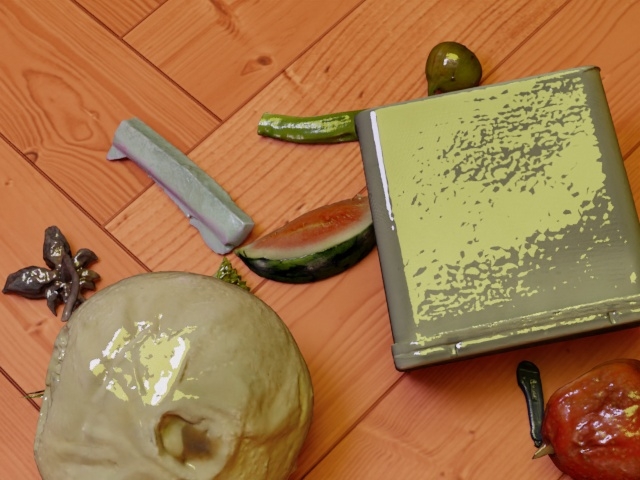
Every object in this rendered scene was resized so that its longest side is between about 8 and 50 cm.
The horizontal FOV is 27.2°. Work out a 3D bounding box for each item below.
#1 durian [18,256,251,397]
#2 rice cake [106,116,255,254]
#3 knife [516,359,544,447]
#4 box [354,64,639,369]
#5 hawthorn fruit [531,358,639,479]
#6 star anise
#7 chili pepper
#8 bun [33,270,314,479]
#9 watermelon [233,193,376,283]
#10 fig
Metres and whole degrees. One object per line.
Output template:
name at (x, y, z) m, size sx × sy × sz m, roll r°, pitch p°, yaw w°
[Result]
durian at (-0.219, 0.178, 1.825) m, size 0.352 × 0.158 × 0.169 m, roll -38°, pitch 29°, yaw -14°
rice cake at (-0.212, -0.083, 1.986) m, size 0.290 × 0.051 × 0.081 m, roll 39°, pitch 106°, yaw 25°
knife at (0.284, 0.218, 1.771) m, size 0.031 × 0.018 × 0.121 m, roll -2°, pitch 62°, yaw -2°
box at (0.240, -0.026, 1.755) m, size 0.352 × 0.177 × 0.343 m, roll -11°, pitch 84°, yaw 2°
hawthorn fruit at (0.373, 0.232, 1.675) m, size 0.179 × 0.173 × 0.173 m, roll 15°, pitch 64°, yaw 14°
star anise at (-0.380, 0.048, 1.844) m, size 0.148 × 0.227 × 0.218 m, roll -17°, pitch 72°, yaw -10°
chili pepper at (0.004, -0.173, 2.008) m, size 0.202 × 0.050 × 0.051 m, roll -2°, pitch 98°, yaw 4°
bun at (-0.181, 0.222, 1.641) m, size 0.365 × 0.202 × 0.364 m, roll -2°, pitch 101°, yaw -10°
watermelon at (-0.002, -0.005, 1.913) m, size 0.245 × 0.063 × 0.119 m, roll -22°, pitch 48°, yaw -5°
fig at (0.192, -0.255, 2.012) m, size 0.098 × 0.084 × 0.082 m, roll -41°, pitch 29°, yaw -7°
